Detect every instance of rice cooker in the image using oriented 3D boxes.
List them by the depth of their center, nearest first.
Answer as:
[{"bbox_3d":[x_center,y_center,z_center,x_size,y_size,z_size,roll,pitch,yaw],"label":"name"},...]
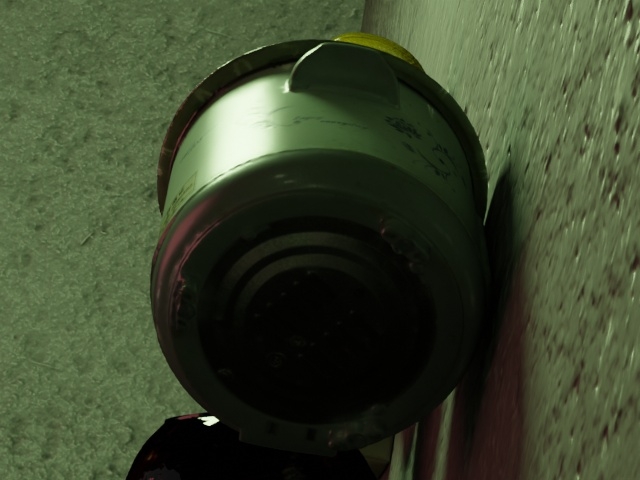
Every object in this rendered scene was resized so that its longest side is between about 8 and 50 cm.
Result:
[{"bbox_3d":[0.000,0.000,1.445,0.316,0.264,0.317,-173,90,-87],"label":"rice cooker"}]

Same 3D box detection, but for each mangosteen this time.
[{"bbox_3d":[-0.077,0.270,1.730,0.287,0.287,0.233,122,139,-84],"label":"mangosteen"}]

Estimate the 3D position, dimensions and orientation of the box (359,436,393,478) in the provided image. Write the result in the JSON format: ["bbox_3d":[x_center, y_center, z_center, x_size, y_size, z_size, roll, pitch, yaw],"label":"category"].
[{"bbox_3d":[0.044,0.189,2.041,0.201,0.058,0.141,105,175,-70],"label":"box"}]

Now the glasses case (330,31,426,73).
[{"bbox_3d":[0.017,-0.030,2.016,0.141,0.173,0.371,-80,13,-75],"label":"glasses case"}]
